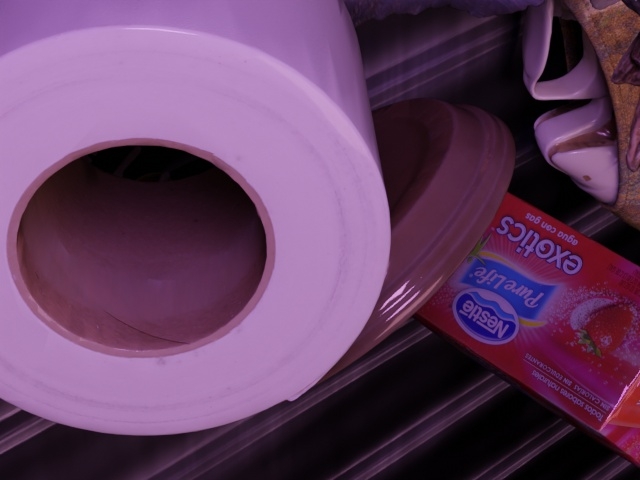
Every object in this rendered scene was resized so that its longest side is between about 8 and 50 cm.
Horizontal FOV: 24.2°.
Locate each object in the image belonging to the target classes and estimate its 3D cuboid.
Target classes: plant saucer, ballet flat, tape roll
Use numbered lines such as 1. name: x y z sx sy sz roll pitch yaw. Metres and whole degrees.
1. plant saucer: 0.000 0.000 0.961 0.278 0.278 0.041 -45 111 -13
2. ballet flat: 0.225 -0.121 1.226 0.123 0.123 0.348 -39 141 -20
3. tape roll: -0.091 -0.041 0.791 0.246 0.169 0.246 -2 124 -3

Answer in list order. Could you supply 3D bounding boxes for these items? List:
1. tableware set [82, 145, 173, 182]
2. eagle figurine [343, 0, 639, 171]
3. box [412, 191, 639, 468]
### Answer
1. tableware set: -0.143 -0.016 0.963 0.104 0.024 0.154 -50 143 -6
2. eagle figurine: 0.120 -0.221 0.960 0.225 0.298 0.226 110 4 -60
3. box: 0.174 0.055 1.167 0.123 0.257 0.128 -55 143 -2
